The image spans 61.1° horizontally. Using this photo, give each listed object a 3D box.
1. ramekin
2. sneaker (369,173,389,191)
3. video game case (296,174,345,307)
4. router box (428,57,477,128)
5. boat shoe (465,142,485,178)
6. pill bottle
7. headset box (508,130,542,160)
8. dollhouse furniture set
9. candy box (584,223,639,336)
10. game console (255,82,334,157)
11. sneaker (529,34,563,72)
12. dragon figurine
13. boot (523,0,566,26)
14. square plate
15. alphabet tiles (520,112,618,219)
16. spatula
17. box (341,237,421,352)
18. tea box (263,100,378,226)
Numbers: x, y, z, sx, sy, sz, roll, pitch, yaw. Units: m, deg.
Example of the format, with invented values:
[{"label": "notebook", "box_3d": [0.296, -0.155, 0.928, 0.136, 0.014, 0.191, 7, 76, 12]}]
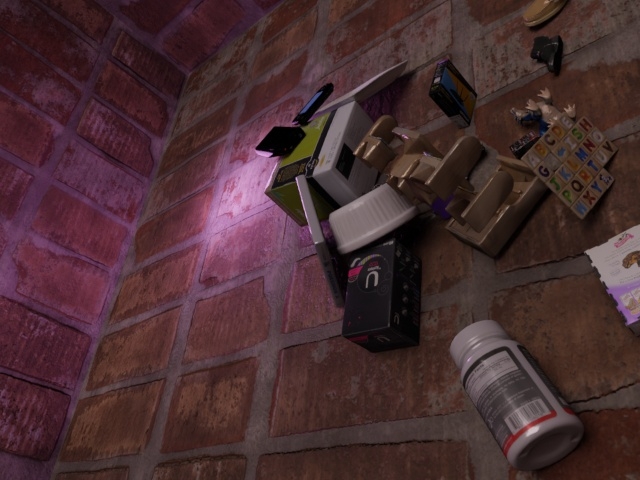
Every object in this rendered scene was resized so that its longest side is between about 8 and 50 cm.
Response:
[{"label": "ramekin", "box_3d": [0.149, -0.075, 1.624, 0.272, 0.127, 0.273, -28, 2, 1]}, {"label": "sneaker", "box_3d": [0.197, -0.165, 1.809, 0.061, 0.065, 0.158, -13, 53, 41]}, {"label": "video game case", "box_3d": [0.000, 0.000, 1.720, 0.036, 0.300, 0.329, -17, 44, 1]}, {"label": "router box", "box_3d": [0.418, -0.460, 1.706, 0.046, 0.179, 0.133, -7, 57, 47]}, {"label": "boat shoe", "box_3d": [0.405, -0.197, 1.620, 0.233, 0.084, 0.079, -42, 74, 6]}, {"label": "pill bottle", "box_3d": [0.398, 0.315, 1.141, 0.161, 0.161, 0.283, -43, 38, 15]}, {"label": "headset box", "box_3d": [0.569, -0.255, 1.481, 0.083, 0.062, 0.032, -36, 41, 22]}, {"label": "dollhouse furniture set", "box_3d": [0.357, -0.178, 1.359, 0.256, 0.394, 0.362, -53, 29, 1]}, {"label": "candy box", "box_3d": [0.671, 0.069, 1.112, 0.164, 0.070, 0.196, -34, 42, 25]}, {"label": "game console", "box_3d": [-0.086, -0.447, 2.009, 0.361, 0.044, 0.213, -51, 30, -11]}, {"label": "sneaker", "box_3d": [0.670, -0.554, 1.618, 0.089, 0.051, 0.170, -8, 52, 44]}, {"label": "dragon figurine", "box_3d": [0.627, -0.310, 1.441, 0.085, 0.144, 0.289, -47, 57, 7]}, {"label": "boot", "box_3d": [0.698, -0.813, 1.655, 0.262, 0.203, 0.095, -42, 38, 13]}, {"label": "square plate", "box_3d": [0.130, -0.548, 2.061, 0.347, 0.049, 0.344, -40, 15, -34]}, {"label": "alphabet tiles", "box_3d": [0.610, -0.192, 1.289, 0.237, 0.198, 0.009, -43, -3, -22]}, {"label": "spatula", "box_3d": [0.304, -0.045, 1.613, 0.296, 0.084, 0.030, -49, 7, 18]}, {"label": "box", "box_3d": [0.175, 0.156, 1.520, 0.165, 0.143, 0.270, -20, 49, 38]}, {"label": "tea box", "box_3d": [0.022, -0.264, 1.925, 0.323, 0.220, 0.329, -12, 47, 41]}]
